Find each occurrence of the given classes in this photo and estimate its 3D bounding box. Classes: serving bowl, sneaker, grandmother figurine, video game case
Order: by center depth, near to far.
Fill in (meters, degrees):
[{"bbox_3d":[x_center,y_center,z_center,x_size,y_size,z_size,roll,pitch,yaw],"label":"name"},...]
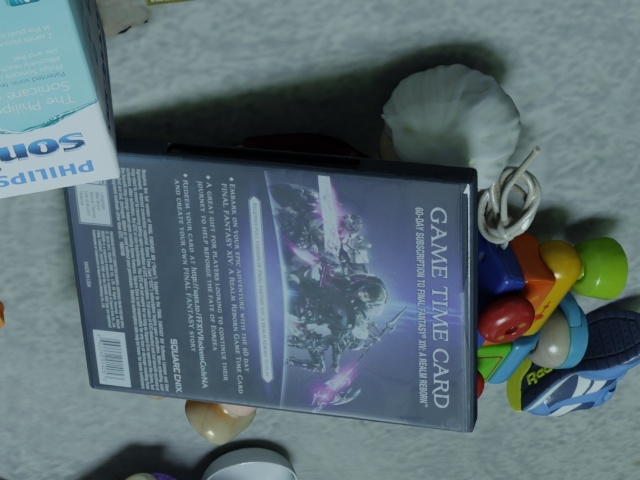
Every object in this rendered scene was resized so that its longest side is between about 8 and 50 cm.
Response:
[{"bbox_3d":[-0.032,0.029,1.237,0.274,0.026,0.196,5,122,13],"label":"video game case"},{"bbox_3d":[0.000,0.000,1.282,0.208,0.104,0.342,34,124,-25],"label":"grandmother figurine"},{"bbox_3d":[0.218,0.100,1.499,0.059,0.053,0.144,25,139,-36],"label":"sneaker"},{"bbox_3d":[-0.062,0.198,1.573,0.083,0.027,0.083,-6,142,-5],"label":"serving bowl"}]

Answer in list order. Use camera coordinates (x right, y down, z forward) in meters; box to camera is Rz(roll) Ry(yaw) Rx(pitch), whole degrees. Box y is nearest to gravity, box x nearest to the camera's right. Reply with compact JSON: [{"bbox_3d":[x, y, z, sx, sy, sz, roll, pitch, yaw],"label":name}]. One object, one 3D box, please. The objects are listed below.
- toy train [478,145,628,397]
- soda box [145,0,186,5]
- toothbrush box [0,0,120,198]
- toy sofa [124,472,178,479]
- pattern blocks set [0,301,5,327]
[{"bbox_3d":[0.163,0.018,1.348,0.143,0.105,0.248,-2,143,-28],"label":"toy train"},{"bbox_3d":[-0.017,-0.186,1.069,0.181,0.058,0.061,-8,142,-4],"label":"soda box"},{"bbox_3d":[-0.243,-0.149,1.004,0.216,0.126,0.295,-11,141,1],"label":"toothbrush box"},{"bbox_3d":[-0.202,0.329,1.611,0.362,0.177,0.150,-26,163,27],"label":"toy sofa"},{"bbox_3d":[-0.367,0.047,1.308,0.285,0.026,0.325,-3,142,-10],"label":"pattern blocks set"}]
